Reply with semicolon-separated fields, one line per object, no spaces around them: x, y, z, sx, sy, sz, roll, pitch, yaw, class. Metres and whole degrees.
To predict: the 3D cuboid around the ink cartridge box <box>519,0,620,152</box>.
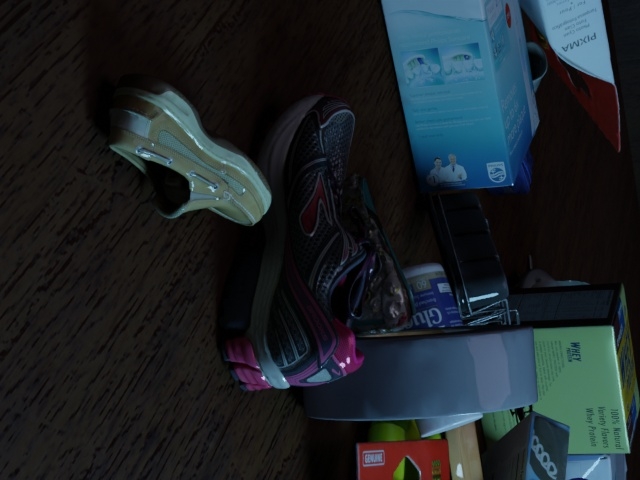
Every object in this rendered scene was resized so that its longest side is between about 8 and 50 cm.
0.299;-0.332;1.969;0.308;0.091;0.385;-116;-176;-46;ink cartridge box

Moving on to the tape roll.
0.091;0.120;1.309;0.219;0.219;0.072;-1;87;-70;tape roll

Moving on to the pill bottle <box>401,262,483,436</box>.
0.111;0.116;1.480;0.094;0.094;0.169;12;57;-69;pill bottle

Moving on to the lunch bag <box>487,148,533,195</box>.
0.272;-0.110;2.055;0.098;0.067;0.065;57;34;-51;lunch bag

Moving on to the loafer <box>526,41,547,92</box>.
0.273;-0.235;2.017;0.319;0.111;0.112;48;42;-59;loafer

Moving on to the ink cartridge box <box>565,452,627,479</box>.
0.389;0.415;2.131;0.395;0.151;0.270;-13;100;-73;ink cartridge box

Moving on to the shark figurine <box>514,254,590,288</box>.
0.366;0.083;2.214;0.278;0.116;0.166;36;51;-66;shark figurine

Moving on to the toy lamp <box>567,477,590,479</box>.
0.276;0.337;1.807;0.274;0.080;0.080;143;-52;-73;toy lamp

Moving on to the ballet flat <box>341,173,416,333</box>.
0.030;0.009;1.348;0.241;0.077;0.091;-107;179;-61;ballet flat

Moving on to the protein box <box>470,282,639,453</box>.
0.327;0.179;1.957;0.136;0.201;0.200;-53;135;-60;protein box

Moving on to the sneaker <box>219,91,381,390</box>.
0.000;0.000;1.242;0.121;0.112;0.299;58;33;-51;sneaker

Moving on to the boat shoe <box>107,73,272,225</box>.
-0.104;-0.048;1.057;0.190;0.068;0.072;42;59;-49;boat shoe

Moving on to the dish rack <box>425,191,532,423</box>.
0.199;0.090;1.746;0.208;0.074;0.272;-99;175;-52;dish rack

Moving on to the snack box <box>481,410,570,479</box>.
0.211;0.381;1.660;0.187;0.060;0.322;-52;-162;48;snack box

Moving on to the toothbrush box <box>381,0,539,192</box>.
0.175;-0.238;1.739;0.216;0.126;0.296;-56;137;-59;toothbrush box

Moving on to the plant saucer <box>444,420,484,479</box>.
0.171;0.228;1.695;0.200;0.037;0.200;-8;90;-84;plant saucer

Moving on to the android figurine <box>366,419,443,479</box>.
0.091;0.302;1.515;0.248;0.056;0.273;63;29;-47;android figurine

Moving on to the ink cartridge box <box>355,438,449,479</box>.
0.111;0.320;1.401;0.275;0.060;0.239;16;73;-66;ink cartridge box
